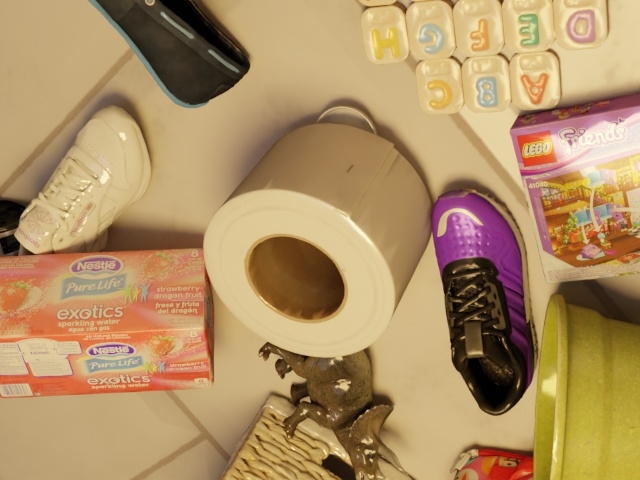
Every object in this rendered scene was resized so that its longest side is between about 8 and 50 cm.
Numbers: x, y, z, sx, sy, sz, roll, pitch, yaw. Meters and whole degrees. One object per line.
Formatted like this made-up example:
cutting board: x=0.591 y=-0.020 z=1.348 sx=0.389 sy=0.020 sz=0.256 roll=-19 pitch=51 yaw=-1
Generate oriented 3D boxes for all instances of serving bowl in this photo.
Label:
serving bowl: x=0.035 y=-0.132 z=1.210 sx=0.083 sy=0.027 sz=0.083 roll=9 pitch=117 yaw=19

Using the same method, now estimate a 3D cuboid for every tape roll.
tape roll: x=0.000 y=0.000 z=1.184 sx=0.246 sy=0.169 sz=0.246 roll=13 pitch=129 yaw=17

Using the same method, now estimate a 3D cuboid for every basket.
basket: x=-0.045 y=0.477 z=1.402 sx=0.328 sy=0.266 sz=0.331 roll=32 pitch=124 yaw=5

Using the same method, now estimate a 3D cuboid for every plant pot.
plant pot: x=0.387 y=0.209 z=1.107 sx=0.254 sy=0.276 sz=0.276 roll=5 pitch=116 yaw=9

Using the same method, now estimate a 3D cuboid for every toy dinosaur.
toy dinosaur: x=0.013 y=0.188 z=1.343 sx=0.160 sy=0.121 sz=0.313 roll=-13 pitch=104 yaw=15

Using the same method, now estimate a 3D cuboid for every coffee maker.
coffee maker: x=-0.500 y=0.037 z=1.467 sx=0.171 sy=0.120 sz=0.178 roll=3 pitch=115 yaw=23

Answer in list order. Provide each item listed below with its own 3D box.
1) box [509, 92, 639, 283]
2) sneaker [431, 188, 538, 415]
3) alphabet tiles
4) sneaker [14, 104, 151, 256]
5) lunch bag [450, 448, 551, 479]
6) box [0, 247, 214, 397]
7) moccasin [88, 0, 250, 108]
box: x=0.380 y=-0.066 z=1.076 sx=0.293 sy=0.057 sz=0.200 roll=-8 pitch=111 yaw=26
sneaker: x=0.200 y=0.085 z=1.174 sx=0.102 sy=0.146 sz=0.293 roll=-10 pitch=110 yaw=27
alphabet tiles: x=0.176 y=-0.278 z=1.084 sx=0.284 sy=0.021 sz=0.277 roll=0 pitch=114 yaw=23
sneaker: x=-0.336 y=-0.050 z=1.336 sx=0.114 sy=0.152 sz=0.305 roll=38 pitch=122 yaw=9
lunch bag: x=0.310 y=0.396 z=1.293 sx=0.293 sy=0.120 sz=0.258 roll=5 pitch=115 yaw=21
box: x=-0.300 y=0.113 z=1.317 sx=0.300 sy=0.142 sz=0.154 roll=-3 pitch=140 yaw=-2
moccasin: x=-0.202 y=-0.315 z=1.144 sx=0.117 sy=0.137 sz=0.342 roll=-20 pitch=136 yaw=20
